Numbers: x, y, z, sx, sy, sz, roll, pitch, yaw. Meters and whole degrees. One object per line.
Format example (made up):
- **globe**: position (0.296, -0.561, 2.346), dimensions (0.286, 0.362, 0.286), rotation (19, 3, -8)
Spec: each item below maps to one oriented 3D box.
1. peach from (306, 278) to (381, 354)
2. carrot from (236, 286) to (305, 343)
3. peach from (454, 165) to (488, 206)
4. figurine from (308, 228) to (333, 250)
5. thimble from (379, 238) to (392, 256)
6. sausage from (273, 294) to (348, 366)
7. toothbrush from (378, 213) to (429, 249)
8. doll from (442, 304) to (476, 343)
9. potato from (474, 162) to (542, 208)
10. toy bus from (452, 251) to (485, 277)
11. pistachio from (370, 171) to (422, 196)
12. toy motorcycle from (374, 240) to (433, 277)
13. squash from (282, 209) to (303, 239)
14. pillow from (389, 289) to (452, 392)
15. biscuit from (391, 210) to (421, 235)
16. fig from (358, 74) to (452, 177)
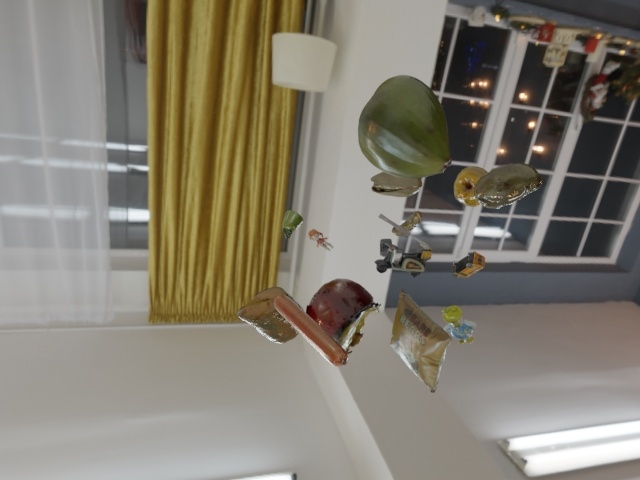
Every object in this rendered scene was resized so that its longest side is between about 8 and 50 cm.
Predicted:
- **peach**: position (0.098, 0.375, 2.019), dimensions (0.354, 0.338, 0.416), rotation (16, -164, -13)
- **carrot**: position (-0.232, 0.355, 2.051), dimensions (0.340, 0.241, 0.241), rotation (49, 173, -37)
- **peach**: position (0.671, -0.236, 1.831), dimensions (0.103, 0.179, 0.179), rotation (-3, -158, -37)
- **figurine**: position (0.000, 0.000, 1.547), dimensions (0.109, 0.064, 0.047), rotation (39, -156, -19)
- **thimble**: position (0.372, 0.040, 2.372), dimensions (0.066, 0.104, 0.095), rotation (1, 162, 2)
- **sausage**: position (-0.036, 0.235, 1.128), dimensions (0.053, 0.053, 0.348), rotation (-7, -155, -34)
- **toothbrush**: position (0.275, -0.029, 1.373), dimensions (0.194, 0.017, 0.014), rotation (36, -124, 11)
- **doll**: position (0.653, 0.395, 1.990), dimensions (0.098, 0.241, 0.135), rotation (-49, -149, -20)
- **potato**: position (0.740, -0.220, 1.654), dimensions (0.263, 0.164, 0.165), rotation (-16, -156, -5)
- **toy bus**: position (0.636, 0.112, 1.805), dimensions (0.074, 0.162, 0.069), rotation (22, -119, -7)
- **pistachio**: position (0.335, -0.251, 1.845), dimensions (0.226, 0.135, 0.135), rotation (0, -160, 6)
- **toy motorcycle**: position (0.388, 0.091, 1.987), dimensions (0.264, 0.157, 0.091), rotation (5, -163, -10)
- **squash**: position (-0.161, -0.071, 2.099), dimensions (0.105, 0.105, 0.132), rotation (18, -118, 26)
- **pillow**: position (0.397, 0.410, 1.709), dimensions (0.120, 0.311, 0.310), rotation (-9, -147, -24)
- **biscuit**: position (0.470, -0.085, 2.194), dimensions (0.118, 0.183, 0.061), rotation (0, -128, -57)
- **fig**: position (0.190, -0.228, 0.889), dimensions (0.225, 0.202, 0.203), rotation (39, -148, 20)
